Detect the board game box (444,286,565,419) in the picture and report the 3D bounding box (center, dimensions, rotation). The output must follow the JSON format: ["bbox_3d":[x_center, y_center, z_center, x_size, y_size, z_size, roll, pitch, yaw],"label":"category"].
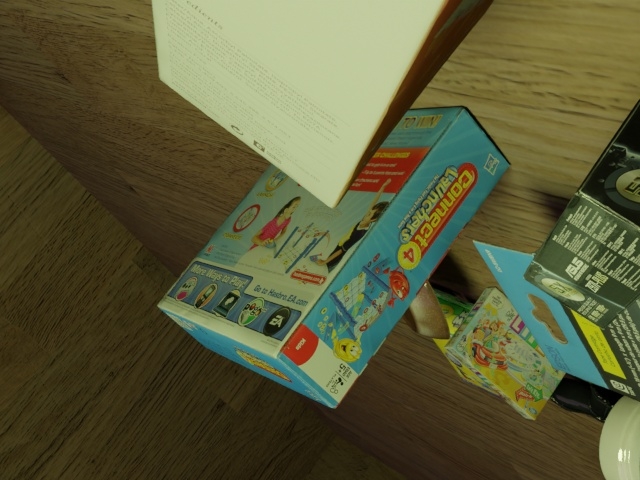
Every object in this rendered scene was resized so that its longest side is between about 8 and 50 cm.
[{"bbox_3d":[0.252,0.150,1.207,0.154,0.103,0.026,41,164,-11],"label":"board game box"}]

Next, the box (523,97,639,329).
[{"bbox_3d":[0.230,-0.035,0.649,0.078,0.147,0.180,34,165,12],"label":"box"}]

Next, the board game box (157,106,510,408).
[{"bbox_3d":[0.000,0.000,0.971,0.086,0.302,0.308,45,163,-26],"label":"board game box"}]

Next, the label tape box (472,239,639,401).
[{"bbox_3d":[0.332,0.073,0.807,0.334,0.106,0.240,22,157,47],"label":"label tape box"}]

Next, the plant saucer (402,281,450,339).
[{"bbox_3d":[0.110,0.056,1.235,0.198,0.036,0.198,61,175,9],"label":"plant saucer"}]

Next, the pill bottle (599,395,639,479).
[{"bbox_3d":[0.441,0.245,0.949,0.162,0.162,0.278,45,163,-24],"label":"pill bottle"}]

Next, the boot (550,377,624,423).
[{"bbox_3d":[0.371,0.213,1.233,0.121,0.045,0.099,25,164,17],"label":"boot"}]

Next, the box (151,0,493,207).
[{"bbox_3d":[0.028,-0.190,0.532,0.168,0.215,0.345,37,165,2],"label":"box"}]

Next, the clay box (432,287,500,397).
[{"bbox_3d":[0.234,0.161,1.373,0.127,0.053,0.222,21,158,45],"label":"clay box"}]
